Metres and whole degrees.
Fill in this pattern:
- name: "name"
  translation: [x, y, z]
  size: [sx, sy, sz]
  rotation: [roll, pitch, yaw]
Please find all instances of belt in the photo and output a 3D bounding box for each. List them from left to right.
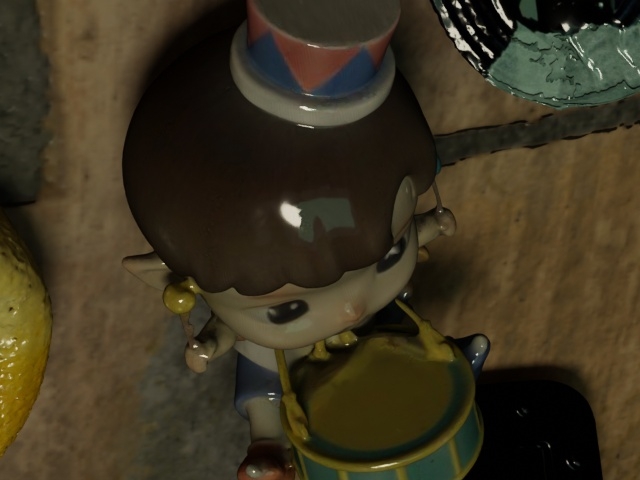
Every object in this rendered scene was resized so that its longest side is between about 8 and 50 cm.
- name: "belt"
  translation: [0.123, -0.153, 0.868]
  size: [0.151, 0.078, 0.198]
  rotation: [19, 125, 12]

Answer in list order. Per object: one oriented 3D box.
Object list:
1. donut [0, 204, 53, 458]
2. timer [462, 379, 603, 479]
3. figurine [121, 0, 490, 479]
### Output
- name: "donut"
  translation: [-0.191, 0.055, 0.883]
  size: [0.162, 0.065, 0.178]
  rotation: [-25, 140, -36]
- name: "timer"
  translation: [0.092, 0.175, 1.086]
  size: [0.144, 0.055, 0.187]
  rotation: [-3, 83, -22]
- name: "figurine"
  translation: [-0.005, -0.005, 0.900]
  size: [0.161, 0.158, 0.275]
  rotation: [-32, 131, -14]
